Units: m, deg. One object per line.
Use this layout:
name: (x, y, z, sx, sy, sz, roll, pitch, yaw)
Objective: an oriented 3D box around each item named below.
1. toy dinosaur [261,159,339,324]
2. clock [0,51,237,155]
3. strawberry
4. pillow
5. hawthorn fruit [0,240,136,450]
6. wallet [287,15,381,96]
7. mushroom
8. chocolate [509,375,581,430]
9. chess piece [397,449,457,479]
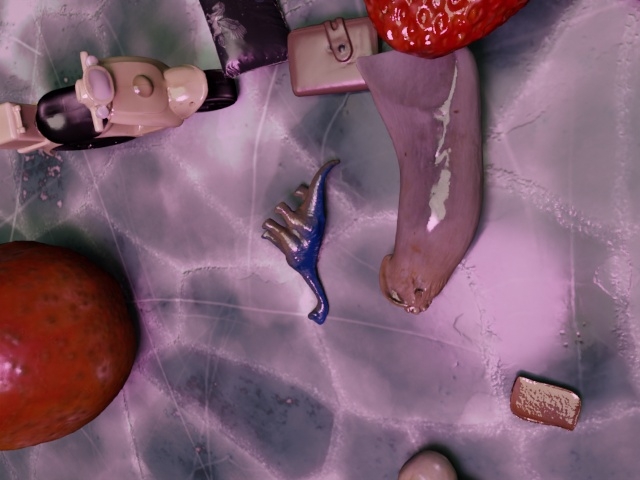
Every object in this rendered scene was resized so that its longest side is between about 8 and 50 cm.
toy dinosaur: (0.000, 0.000, 1.022, 0.188, 0.075, 0.248, 39, 105, 3)
clock: (-0.355, -0.223, 1.020, 0.378, 0.276, 0.120, -12, 91, 27)
strawberry: (0.189, -0.405, 0.767, 0.291, 0.291, 0.310, 29, 124, 17)
pillow: (-0.131, -0.383, 1.002, 0.141, 0.055, 0.209, -18, 90, -1)
hawthorn fruit: (-0.562, 0.196, 1.103, 0.402, 0.403, 0.403, 3, 99, 23)
wallet: (0.023, -0.295, 0.966, 0.152, 0.039, 0.118, -3, 96, 19)
mushroom: (0.159, -0.084, 0.898, 0.177, 0.126, 0.397, -1, 98, 33)
chocolate: (0.341, 0.247, 0.915, 0.100, 0.031, 0.065, 9, 83, 18)
chess piece: (0.218, 0.449, 0.950, 0.133, 0.133, 0.243, -45, 75, 22)
